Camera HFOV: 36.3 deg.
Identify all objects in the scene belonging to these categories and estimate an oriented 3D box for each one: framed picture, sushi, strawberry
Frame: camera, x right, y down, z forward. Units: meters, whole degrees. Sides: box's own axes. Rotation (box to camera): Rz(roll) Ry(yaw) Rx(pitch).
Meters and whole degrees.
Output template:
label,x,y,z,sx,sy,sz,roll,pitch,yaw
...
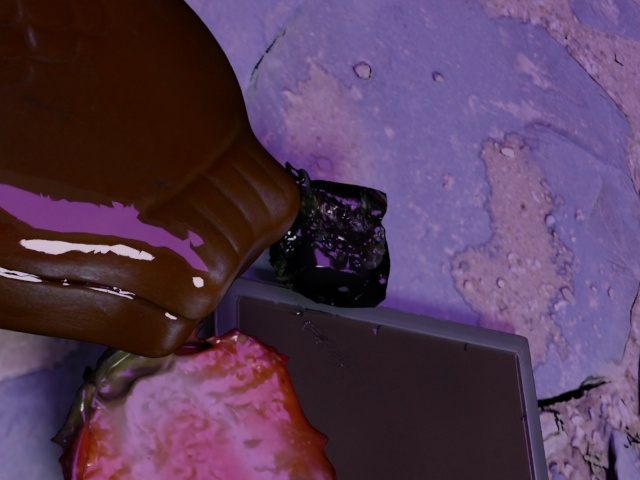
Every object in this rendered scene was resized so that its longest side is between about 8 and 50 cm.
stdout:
label,x,y,z,sx,sy,sz,roll,pitch,yaw
framed picture,0.051,0.154,0.652,0.296,0.019,0.232,15,60,-34
sushi,0.000,0.000,0.649,0.085,0.056,0.083,21,44,-30
strawberry,-0.057,0.128,0.516,0.146,0.082,0.187,-34,79,-24

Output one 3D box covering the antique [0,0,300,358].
label,x,y,z,sx,sy,sz,roll,pitch,yaw
antique,-0.149,-0.061,0.497,0.278,0.129,0.223,38,42,-5
